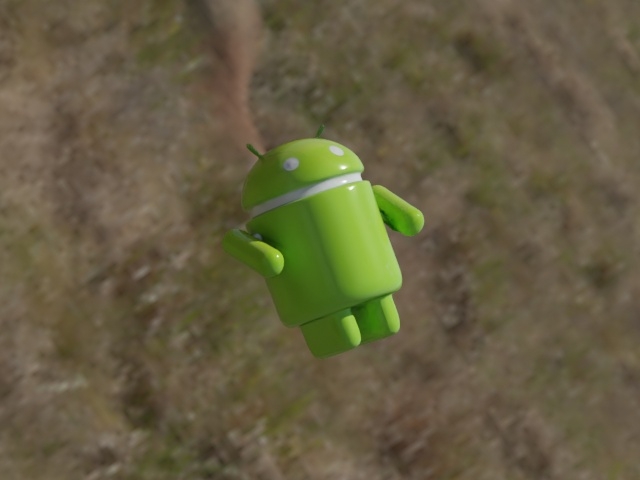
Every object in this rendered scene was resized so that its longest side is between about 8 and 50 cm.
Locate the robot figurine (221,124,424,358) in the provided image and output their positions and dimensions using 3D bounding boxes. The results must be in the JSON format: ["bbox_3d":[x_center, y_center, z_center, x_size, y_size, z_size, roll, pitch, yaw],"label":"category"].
[{"bbox_3d":[0.000,0.000,0.950,0.067,0.101,0.115,-26,-98,62],"label":"robot figurine"}]
